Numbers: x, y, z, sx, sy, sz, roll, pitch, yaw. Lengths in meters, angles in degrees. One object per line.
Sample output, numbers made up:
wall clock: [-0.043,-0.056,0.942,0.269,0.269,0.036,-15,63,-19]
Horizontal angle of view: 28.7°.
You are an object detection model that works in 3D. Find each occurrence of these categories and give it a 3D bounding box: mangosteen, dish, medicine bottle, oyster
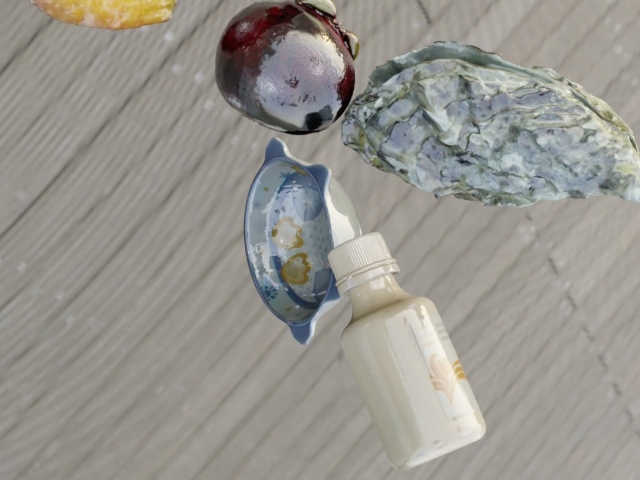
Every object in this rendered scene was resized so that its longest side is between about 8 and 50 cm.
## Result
mangosteen: [-0.029,-0.181,1.248,0.152,0.152,0.153,-29,137,-30]
dish: [0.000,0.000,1.521,0.086,0.228,0.237,-8,111,-33]
medicine bottle: [0.083,0.116,1.361,0.114,0.252,0.114,-22,169,-4]
oyster: [0.193,-0.108,1.324,0.158,0.350,0.162,-67,160,-12]

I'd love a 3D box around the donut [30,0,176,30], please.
donut: [-0.168,-0.426,1.163,0.435,0.163,0.377,-45,156,5]
